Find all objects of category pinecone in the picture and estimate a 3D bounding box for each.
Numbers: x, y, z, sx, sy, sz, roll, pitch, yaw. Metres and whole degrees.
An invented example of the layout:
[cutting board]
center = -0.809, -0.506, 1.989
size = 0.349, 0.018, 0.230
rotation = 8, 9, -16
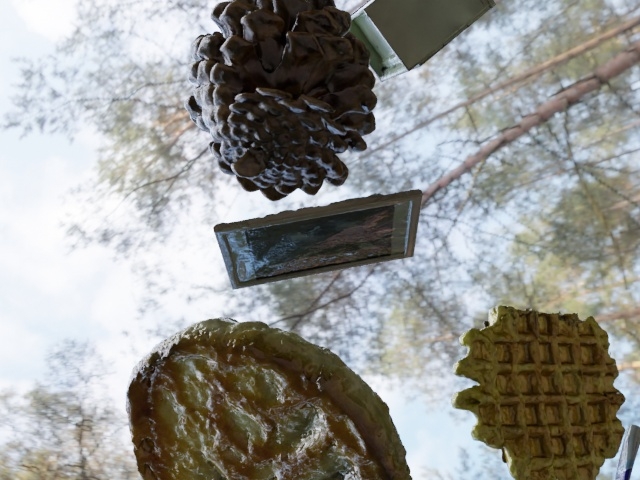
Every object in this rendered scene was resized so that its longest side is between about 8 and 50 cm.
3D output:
[pinecone]
center = -0.040, -0.154, 0.857
size = 0.169, 0.186, 0.212
rotation = 7, -113, -41

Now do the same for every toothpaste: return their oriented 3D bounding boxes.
[toothpaste]
center = 0.285, 0.212, 0.859
size = 0.015, 0.024, 0.083
rotation = 31, -120, -7

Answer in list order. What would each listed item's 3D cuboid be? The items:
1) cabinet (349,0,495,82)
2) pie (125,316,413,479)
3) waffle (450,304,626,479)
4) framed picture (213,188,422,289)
[cabinet]
center = 0.172, -0.403, 1.646
size = 0.206, 0.145, 0.150
rotation = -41, -78, -10
[pie]
center = -0.050, 0.211, 0.902
size = 0.315, 0.315, 0.092
rotation = 57, -145, -8
[waffle]
center = 0.327, 0.214, 1.346
size = 0.312, 0.060, 0.307
rotation = 40, -123, -16
[framed picture]
center = 0.000, 0.000, 1.279
size = 0.281, 0.209, 0.019
rotation = -11, -115, -1
